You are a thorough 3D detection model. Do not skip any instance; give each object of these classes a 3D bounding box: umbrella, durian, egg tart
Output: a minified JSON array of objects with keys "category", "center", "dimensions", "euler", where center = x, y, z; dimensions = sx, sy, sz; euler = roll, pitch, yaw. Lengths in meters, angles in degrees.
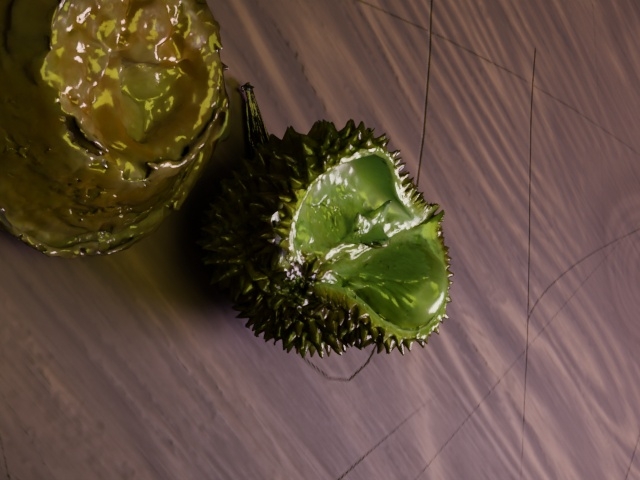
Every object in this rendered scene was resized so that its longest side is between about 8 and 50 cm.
[{"category":"umbrella","center":[-0.058,-0.104,1.411],"dimensions":[0.031,0.020,0.083],"euler":[-26,103,-43]},{"category":"durian","center":[0.001,0.002,1.360],"dimensions":[0.237,0.176,0.200],"euler":[35,56,-46]},{"category":"egg tart","center":[-0.170,-0.136,1.223],"dimensions":[0.315,0.120,0.315],"euler":[-2,92,-46]}]
